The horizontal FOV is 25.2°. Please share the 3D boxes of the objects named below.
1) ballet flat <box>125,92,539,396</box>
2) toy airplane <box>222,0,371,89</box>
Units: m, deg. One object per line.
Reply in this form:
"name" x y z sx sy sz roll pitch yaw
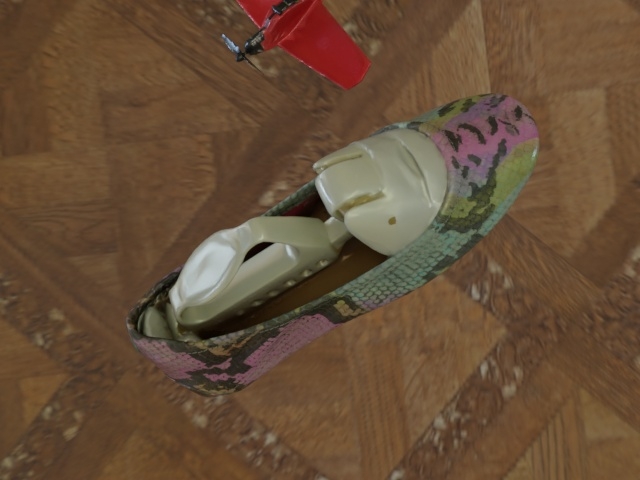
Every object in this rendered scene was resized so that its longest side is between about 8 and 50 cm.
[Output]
"ballet flat" 0.000 0.000 0.669 0.221 0.079 0.077 -34 58 18
"toy airplane" -0.001 -0.171 0.995 0.151 0.028 0.151 -6 60 10
